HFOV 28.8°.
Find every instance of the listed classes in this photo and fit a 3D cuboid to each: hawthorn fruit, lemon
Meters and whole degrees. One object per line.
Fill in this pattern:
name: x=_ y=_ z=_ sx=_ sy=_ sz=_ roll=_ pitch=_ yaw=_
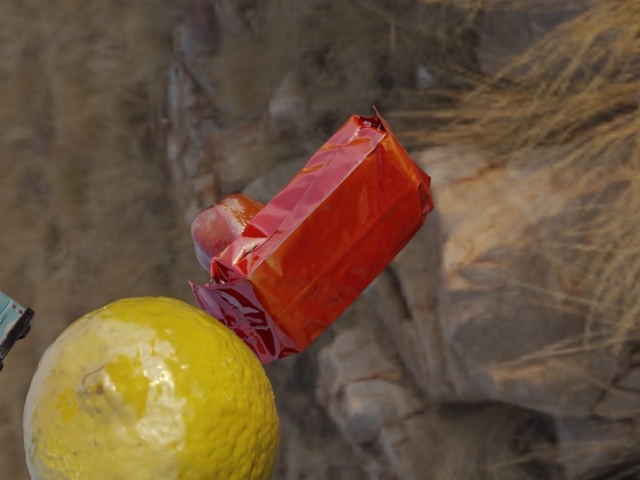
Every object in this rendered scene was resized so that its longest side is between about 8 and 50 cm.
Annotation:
hawthorn fruit: x=-0.133 y=0.012 z=2.143 sx=0.194 sy=0.157 sz=0.157 roll=53 pitch=141 yaw=45
lemon: x=-0.161 y=0.188 z=1.231 sx=0.310 sy=0.253 sz=0.253 roll=75 pitch=175 yaw=-60

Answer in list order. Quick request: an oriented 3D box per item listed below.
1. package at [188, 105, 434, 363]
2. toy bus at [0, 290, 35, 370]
package: x=0.000 y=-0.001 z=1.911 sx=0.123 sy=0.423 sz=0.196 roll=32 pitch=163 yaw=54
toy bus: x=-0.300 y=0.086 z=1.039 sx=0.123 sy=0.075 sz=0.060 roll=-40 pitch=15 yaw=41
